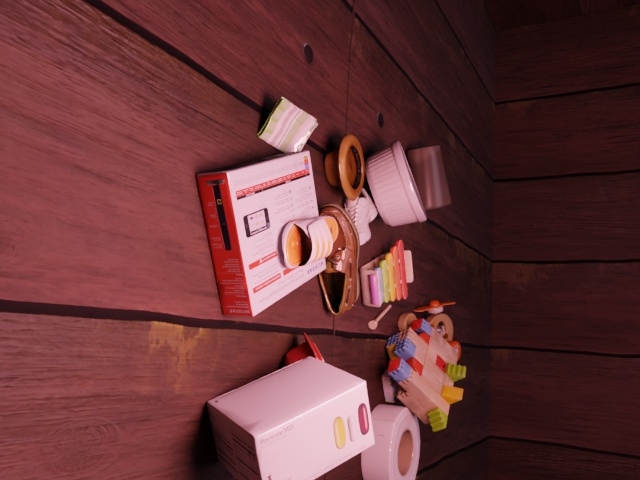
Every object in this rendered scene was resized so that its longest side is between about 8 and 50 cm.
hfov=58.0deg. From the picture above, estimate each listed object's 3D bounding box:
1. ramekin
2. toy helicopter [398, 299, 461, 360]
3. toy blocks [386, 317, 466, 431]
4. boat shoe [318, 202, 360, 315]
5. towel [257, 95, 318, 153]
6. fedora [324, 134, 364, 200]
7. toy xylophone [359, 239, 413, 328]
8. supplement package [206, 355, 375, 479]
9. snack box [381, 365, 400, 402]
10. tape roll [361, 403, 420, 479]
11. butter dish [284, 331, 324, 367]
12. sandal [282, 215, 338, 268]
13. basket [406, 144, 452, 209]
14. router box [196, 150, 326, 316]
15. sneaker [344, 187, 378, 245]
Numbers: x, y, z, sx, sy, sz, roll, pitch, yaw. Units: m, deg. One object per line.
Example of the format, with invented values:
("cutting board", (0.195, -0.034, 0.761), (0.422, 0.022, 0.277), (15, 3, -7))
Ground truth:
("ramekin", (0.232, -0.168, 1.816), (0.273, 0.127, 0.273), (-20, 90, -77))
("toy helicopter", (0.410, 0.323, 2.194), (0.355, 0.140, 0.235), (23, 75, -45))
("toy blocks", (0.329, 0.413, 1.946), (0.261, 0.190, 0.381), (45, 37, -12))
("boat shoe", (0.045, 0.056, 1.553), (0.104, 0.110, 0.308), (-44, 126, -55))
("towel", (-0.075, -0.267, 1.385), (0.113, 0.023, 0.152), (-59, 148, 8))
("fedora", (0.064, -0.205, 1.634), (0.194, 0.079, 0.195), (2, 90, -67))
("toy xylophone", (0.217, 0.146, 1.892), (0.322, 0.081, 0.237), (-37, 121, -56))
("supplement package", (-0.059, 0.366, 1.160), (0.261, 0.204, 0.145), (-18, 105, -33))
("snack box", (0.258, 0.480, 1.993), (0.141, 0.037, 0.100), (-32, 116, -57))
("tape roll", (0.233, 0.681, 1.877), (0.286, 0.100, 0.287), (3, 87, -61))
("butter dish", (-0.046, 0.327, 1.382), (0.160, 0.118, 0.160), (-136, -152, -72))
("sandal", (-0.001, -0.011, 1.335), (0.265, 0.076, 0.102), (-29, 113, -58))
("basket", (0.404, -0.239, 2.189), (0.204, 0.154, 0.227), (-23, 105, -57))
("router box", (-0.116, -0.030, 1.294), (0.335, 0.082, 0.301), (-28, 113, -58))
("sneaker", (0.097, -0.070, 1.699), (0.115, 0.090, 0.232), (61, 30, -30))
